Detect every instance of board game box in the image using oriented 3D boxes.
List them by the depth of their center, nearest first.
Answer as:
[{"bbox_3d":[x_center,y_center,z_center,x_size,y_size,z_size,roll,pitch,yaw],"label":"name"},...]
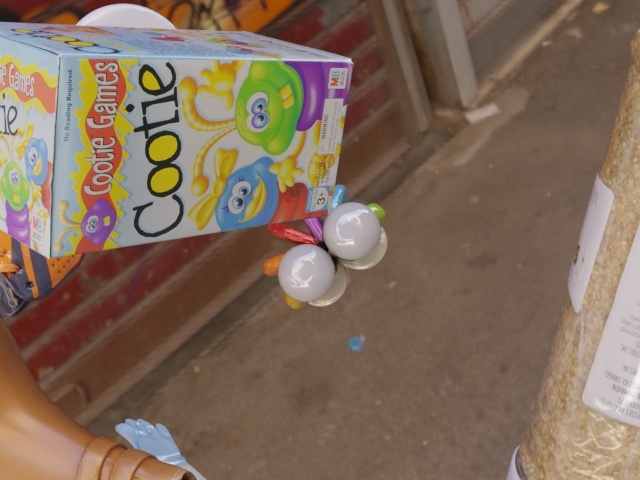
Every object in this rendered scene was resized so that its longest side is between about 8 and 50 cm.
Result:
[{"bbox_3d":[-0.126,-0.089,0.753,0.275,0.142,0.144,-10,25,-45],"label":"board game box"}]

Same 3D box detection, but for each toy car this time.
[{"bbox_3d":[0.000,0.000,1.280,0.182,0.159,0.136,-43,77,2],"label":"toy car"}]

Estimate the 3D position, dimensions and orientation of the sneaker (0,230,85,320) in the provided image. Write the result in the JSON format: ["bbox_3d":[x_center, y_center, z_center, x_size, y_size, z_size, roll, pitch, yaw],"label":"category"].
[{"bbox_3d":[-0.336,-0.007,0.844,0.321,0.180,0.124,-17,-2,-37],"label":"sneaker"}]

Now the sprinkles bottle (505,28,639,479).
[{"bbox_3d":[0.211,0.050,0.599,0.121,0.355,0.121,8,24,-4],"label":"sprinkles bottle"}]

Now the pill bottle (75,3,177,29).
[{"bbox_3d":[-0.232,-0.166,1.088,0.136,0.136,0.245,-33,3,-18],"label":"pill bottle"}]

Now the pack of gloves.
[{"bbox_3d":[-0.273,0.309,1.339,0.195,0.046,0.232,-5,25,-36],"label":"pack of gloves"}]

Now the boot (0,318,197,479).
[{"bbox_3d":[-0.206,0.174,0.756,0.220,0.283,0.109,5,23,31],"label":"boot"}]
